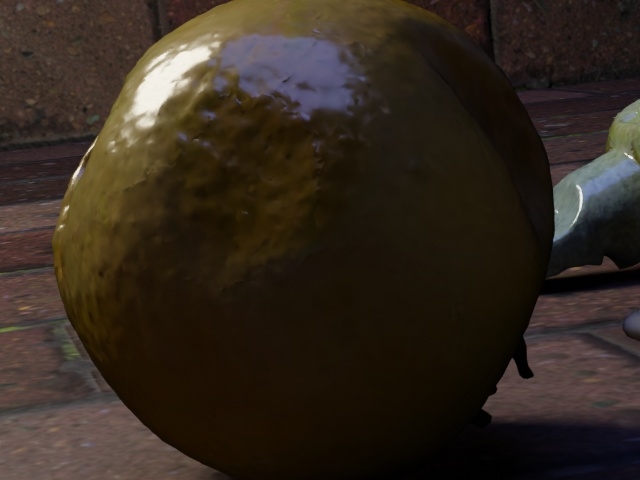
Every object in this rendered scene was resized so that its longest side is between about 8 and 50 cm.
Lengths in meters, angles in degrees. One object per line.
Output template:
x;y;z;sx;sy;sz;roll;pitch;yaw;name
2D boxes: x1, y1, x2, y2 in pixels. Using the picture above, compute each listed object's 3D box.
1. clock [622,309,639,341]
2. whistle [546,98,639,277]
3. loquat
0.273;0.034;0.604;0.324;0.108;0.265;-7;9;-4;clock
0.202;-0.019;1.134;0.223;0.123;0.123;-30;14;-12;whistle
0.001;-0.001;0.730;0.213;0.213;0.213;-6;8;1;loquat
